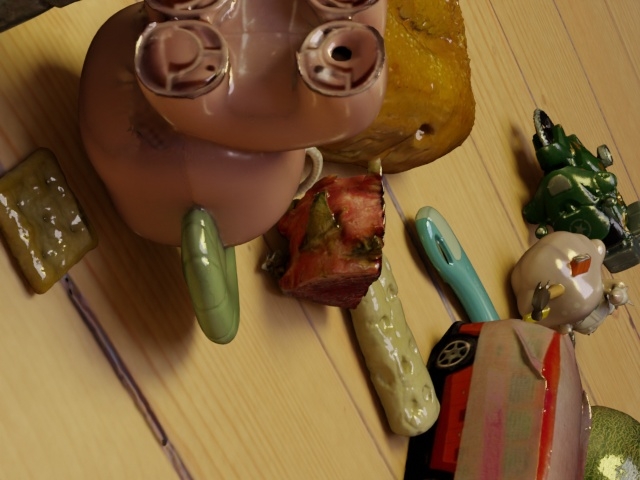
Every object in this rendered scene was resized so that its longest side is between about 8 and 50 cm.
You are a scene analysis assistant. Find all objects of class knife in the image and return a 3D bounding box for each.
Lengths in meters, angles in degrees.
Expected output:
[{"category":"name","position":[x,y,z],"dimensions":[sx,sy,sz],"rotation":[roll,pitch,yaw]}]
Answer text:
[{"category":"knife","position":[0.152,0.048,1.518],"dimensions":[0.222,0.031,0.064],"rotation":[57,29,-34]}]

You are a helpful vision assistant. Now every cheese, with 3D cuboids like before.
[{"category":"cheese","position":[0.062,0.091,1.326],"dimensions":[0.065,0.043,0.194],"rotation":[-29,101,-62]}]

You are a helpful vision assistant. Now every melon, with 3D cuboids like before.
[{"category":"melon","position":[0.311,0.260,1.575],"dimensions":[0.139,0.139,0.192],"rotation":[58,36,-26]}]

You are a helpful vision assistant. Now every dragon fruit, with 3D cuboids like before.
[{"category":"dragon fruit","position":[0.000,0.000,1.216],"dimensions":[0.147,0.096,0.102],"rotation":[111,-13,-62]}]

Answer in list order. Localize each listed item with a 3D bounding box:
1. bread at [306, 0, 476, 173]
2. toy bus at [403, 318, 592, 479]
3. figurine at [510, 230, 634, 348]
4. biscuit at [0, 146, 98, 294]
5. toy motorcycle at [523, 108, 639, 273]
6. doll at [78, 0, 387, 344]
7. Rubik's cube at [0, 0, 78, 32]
[{"category":"bread","position":[0.048,-0.235,1.358],"dimensions":[0.328,0.148,0.337],"rotation":[12,66,-58]},{"category":"toy bus","position":[0.174,0.208,1.366],"dimensions":[0.127,0.147,0.302],"rotation":[60,33,-34]},{"category":"figurine","position":[0.294,0.058,1.678],"dimensions":[0.112,0.137,0.229],"rotation":[53,12,33]},{"category":"biscuit","position":[-0.191,-0.015,0.966],"dimensions":[0.083,0.018,0.081],"rotation":[65,31,-15]},{"category":"toy motorcycle","position":[0.347,-0.043,1.814],"dimensions":[0.275,0.125,0.187],"rotation":[40,34,-46]},{"category":"doll","position":[-0.059,-0.082,1.023],"dimensions":[0.268,0.216,0.284],"rotation":[85,7,-62]},{"category":"Rubik's cube","position":[-0.190,-0.292,0.819],"dimensions":[0.305,0.301,0.304],"rotation":[64,30,-15]}]
